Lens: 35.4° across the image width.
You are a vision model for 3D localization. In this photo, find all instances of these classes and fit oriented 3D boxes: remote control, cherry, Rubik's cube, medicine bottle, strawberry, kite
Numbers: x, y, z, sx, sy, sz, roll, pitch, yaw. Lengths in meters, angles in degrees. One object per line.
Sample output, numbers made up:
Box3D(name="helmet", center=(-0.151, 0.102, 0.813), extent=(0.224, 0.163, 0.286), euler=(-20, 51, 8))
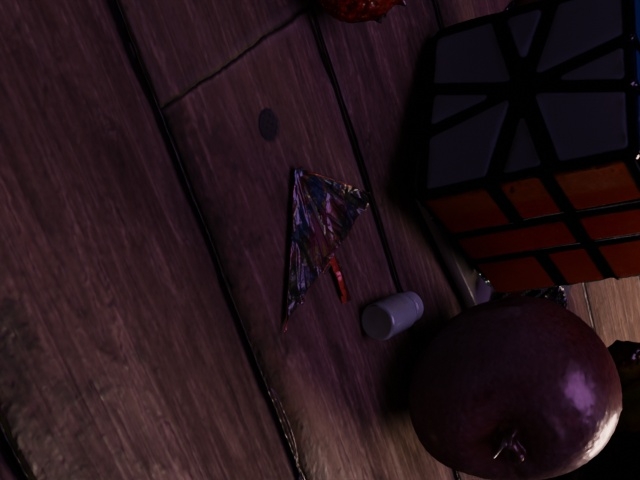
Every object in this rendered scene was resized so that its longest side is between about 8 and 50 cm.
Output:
Box3D(name="remote control", center=(0.182, 0.007, 1.381), extent=(0.261, 0.029, 0.067), euler=(60, 39, -38))
Box3D(name="cherry", center=(0.246, 0.181, 1.273), extent=(0.307, 0.261, 0.221), euler=(-50, 131, -66))
Box3D(name="Rubik's cube", center=(0.308, -0.124, 1.306), extent=(0.283, 0.293, 0.288), euler=(46, 42, -48))
Box3D(name="medicine bottle", center=(0.089, 0.090, 1.224), extent=(0.083, 0.047, 0.047), euler=(-18, 104, -55))
Box3D(name="strawberry", center=(0.033, -0.314, 1.087), extent=(0.148, 0.131, 0.131), euler=(51, 49, -52))
Box3D(name="kite", center=(0.000, 0.000, 1.130), extent=(0.232, 0.009, 0.189), euler=(-52, 131, -41))

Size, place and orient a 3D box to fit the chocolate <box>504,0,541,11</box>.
Box3D(name="chocolate", center=(0.348, -0.302, 1.566), extent=(0.214, 0.093, 0.148), euler=(-57, 132, -38))

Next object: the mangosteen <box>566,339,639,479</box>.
Box3D(name="mangosteen", center=(0.584, 0.399, 1.695), extent=(0.381, 0.421, 0.381), euler=(-26, 143, -21))

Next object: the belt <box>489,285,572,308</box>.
Box3D(name="belt", center=(0.349, 0.059, 1.561), extent=(0.359, 0.094, 0.126), euler=(-58, 132, -39))
